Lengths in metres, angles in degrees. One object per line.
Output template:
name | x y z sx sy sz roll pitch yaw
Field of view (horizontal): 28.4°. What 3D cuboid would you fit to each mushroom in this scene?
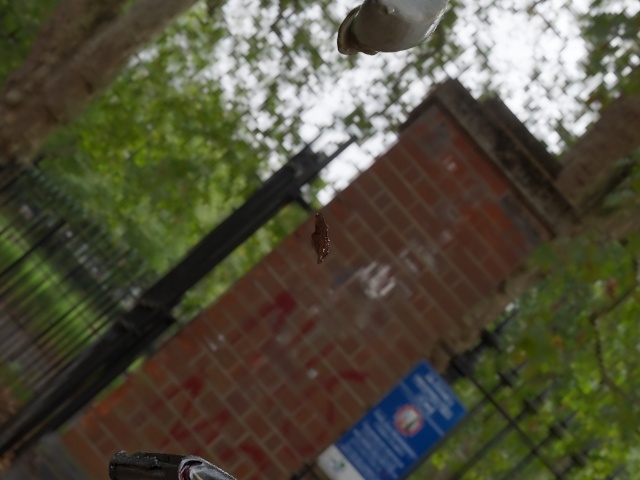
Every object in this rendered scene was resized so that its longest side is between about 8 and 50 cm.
mushroom | 0.090 -0.283 1.638 0.093 0.116 0.225 31 -23 -10

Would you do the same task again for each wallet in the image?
wallet | -0.180 0.403 2.006 0.262 0.071 0.221 36 -29 -30

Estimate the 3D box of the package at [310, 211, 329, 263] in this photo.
package | -0.001 0.001 2.202 0.033 0.077 0.111 10 -15 -1
